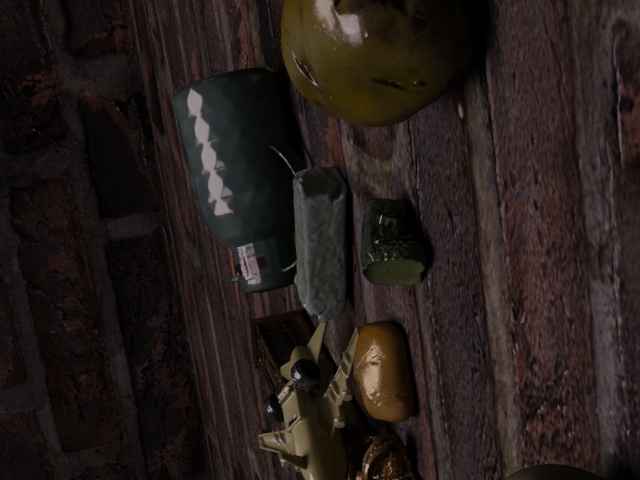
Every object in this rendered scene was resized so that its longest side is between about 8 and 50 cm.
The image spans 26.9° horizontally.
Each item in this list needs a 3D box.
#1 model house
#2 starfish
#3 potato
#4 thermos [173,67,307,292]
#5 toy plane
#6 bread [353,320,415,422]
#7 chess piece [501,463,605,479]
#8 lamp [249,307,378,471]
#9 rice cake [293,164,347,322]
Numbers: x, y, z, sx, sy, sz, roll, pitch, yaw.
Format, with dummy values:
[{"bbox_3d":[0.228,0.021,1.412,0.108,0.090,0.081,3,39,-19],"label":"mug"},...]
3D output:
[{"bbox_3d":[0.073,-0.004,1.343,0.079,0.066,0.083,83,-172,-68],"label":"model house"},{"bbox_3d":[0.070,0.299,1.564,0.190,0.074,0.146,144,114,-75],"label":"starfish"},{"bbox_3d":[0.044,-0.176,1.113,0.200,0.137,0.155,131,125,-72],"label":"potato"},{"bbox_3d":[-0.082,-0.077,1.747,0.182,0.145,0.287,-16,89,43],"label":"thermos"},{"bbox_3d":[-0.012,0.210,1.613,0.229,0.092,0.244,-51,26,31],"label":"toy plane"},{"bbox_3d":[0.066,0.147,1.485,0.082,0.056,0.115,-150,49,-71],"label":"bread"},{"bbox_3d":[0.166,0.308,1.036,0.182,0.182,0.330,-117,26,-46],"label":"chess piece"},{"bbox_3d":[-0.012,0.215,1.797,0.325,0.090,0.089,-124,26,-55],"label":"lamp"},{"bbox_3d":[0.000,0.001,1.608,0.069,0.063,0.206,-111,16,-53],"label":"rice cake"}]
